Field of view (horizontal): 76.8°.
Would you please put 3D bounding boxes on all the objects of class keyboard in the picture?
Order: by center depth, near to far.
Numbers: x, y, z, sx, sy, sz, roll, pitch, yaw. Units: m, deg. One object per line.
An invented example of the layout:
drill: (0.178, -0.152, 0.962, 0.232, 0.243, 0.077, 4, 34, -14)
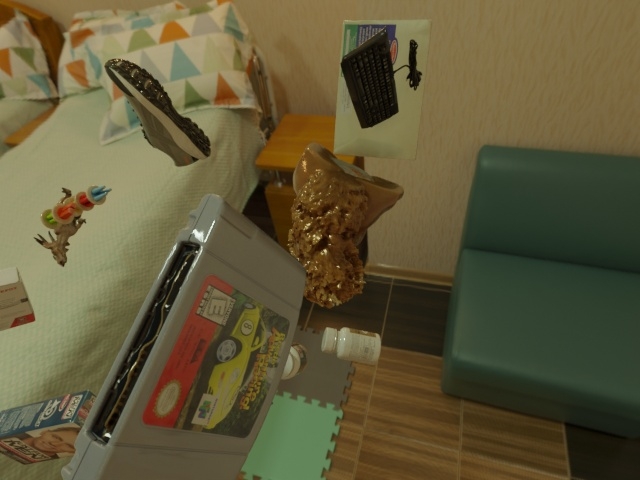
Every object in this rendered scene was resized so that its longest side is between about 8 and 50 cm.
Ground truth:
keyboard: (0.165, -0.393, 0.988, 0.201, 0.317, 0.033, -33, 72, 6)

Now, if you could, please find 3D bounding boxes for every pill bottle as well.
pill bottle: (0.127, 0.435, 1.689, 0.229, 0.131, 0.131, 12, 46, -6)
pill bottle: (-0.161, 0.577, 1.940, 0.162, 0.278, 0.162, -2, 78, 10)

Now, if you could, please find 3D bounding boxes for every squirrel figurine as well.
squirrel figurine: (0.000, 0.000, 0.996, 0.281, 0.370, 0.397, 26, 22, 0)

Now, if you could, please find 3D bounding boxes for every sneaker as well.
sneaker: (-0.366, -0.268, 0.888, 0.108, 0.271, 0.100, -26, 38, 17)

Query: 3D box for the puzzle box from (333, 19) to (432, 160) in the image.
puzzle box: (0.190, -0.468, 1.272, 0.272, 0.409, 0.052, 9, 15, 16)

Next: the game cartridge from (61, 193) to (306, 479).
game cartridge: (-0.112, 0.125, 0.432, 0.060, 0.196, 0.294, 8, 68, 30)

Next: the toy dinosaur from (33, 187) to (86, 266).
toy dinosaur: (-0.971, -0.071, 1.521, 0.200, 0.127, 0.296, -31, 48, 37)

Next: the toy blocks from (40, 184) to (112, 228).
toy blocks: (-0.599, -0.088, 1.000, 0.148, 0.054, 0.123, -17, 24, 27)

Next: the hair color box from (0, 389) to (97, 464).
hair color box: (-0.816, 0.581, 1.243, 0.347, 0.174, 0.105, -17, 37, 13)

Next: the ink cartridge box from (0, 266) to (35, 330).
ink cartridge box: (-0.704, 0.132, 0.889, 0.099, 0.135, 0.056, -15, 47, -33)
